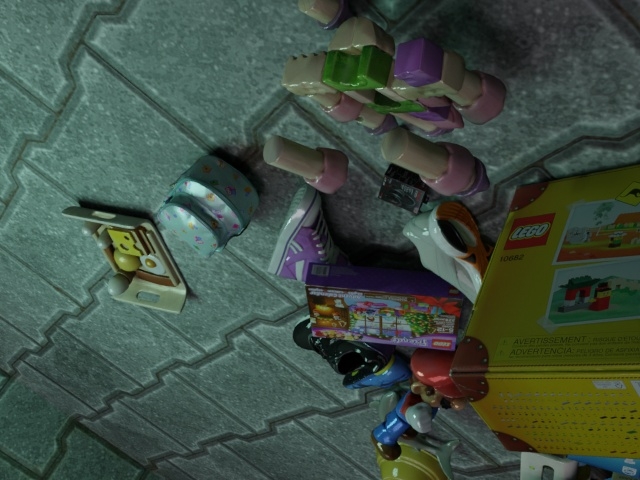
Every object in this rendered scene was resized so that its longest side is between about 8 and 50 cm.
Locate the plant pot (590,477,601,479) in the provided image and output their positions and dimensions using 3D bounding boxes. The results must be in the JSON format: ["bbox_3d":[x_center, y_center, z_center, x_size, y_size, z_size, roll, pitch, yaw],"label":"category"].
[{"bbox_3d":[0.661,0.643,1.618,0.167,0.188,0.187,-4,129,37],"label":"plant pot"}]

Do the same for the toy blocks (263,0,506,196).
[{"bbox_3d":[0.126,-0.209,1.049,0.260,0.309,0.288,16,173,-43],"label":"toy blocks"}]

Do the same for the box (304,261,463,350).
[{"bbox_3d":[0.124,0.131,1.482,0.293,0.057,0.201,5,145,9],"label":"box"}]

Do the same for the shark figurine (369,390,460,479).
[{"bbox_3d":[0.204,0.488,1.889,0.278,0.116,0.166,46,143,-18],"label":"shark figurine"}]

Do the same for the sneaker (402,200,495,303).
[{"bbox_3d":[0.248,0.043,1.345,0.121,0.099,0.262,-12,120,52],"label":"sneaker"}]

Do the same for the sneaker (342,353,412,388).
[{"bbox_3d":[0.129,0.318,1.768,0.082,0.069,0.209,37,144,-16],"label":"sneaker"}]

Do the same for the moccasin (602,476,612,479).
[{"bbox_3d":[0.561,0.566,1.525,0.342,0.117,0.138,-20,119,14],"label":"moccasin"}]

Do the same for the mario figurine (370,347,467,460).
[{"bbox_3d":[0.236,0.361,1.633,0.170,0.198,0.320,16,132,-12],"label":"mario figurine"}]

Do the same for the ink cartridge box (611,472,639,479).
[{"bbox_3d":[0.674,0.414,1.404,0.234,0.193,0.088,3,137,33],"label":"ink cartridge box"}]

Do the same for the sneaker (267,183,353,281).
[{"bbox_3d":[0.000,-0.001,1.459,0.161,0.102,0.282,21,151,-1],"label":"sneaker"}]

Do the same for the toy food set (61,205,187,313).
[{"bbox_3d":[-0.469,0.050,1.832,0.220,0.092,0.306,10,140,26],"label":"toy food set"}]

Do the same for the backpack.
[{"bbox_3d":[-0.214,-0.067,1.476,0.166,0.144,0.188,42,140,-7],"label":"backpack"}]

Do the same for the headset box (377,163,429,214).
[{"bbox_3d":[0.145,-0.085,1.297,0.083,0.032,0.062,25,144,9],"label":"headset box"}]

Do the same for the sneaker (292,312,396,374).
[{"bbox_3d":[0.033,0.231,1.680,0.283,0.124,0.107,-8,130,40],"label":"sneaker"}]

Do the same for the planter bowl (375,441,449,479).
[{"bbox_3d":[0.235,0.642,2.071,0.217,0.090,0.217,18,143,14],"label":"planter bowl"}]

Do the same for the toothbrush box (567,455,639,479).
[{"bbox_3d":[0.498,0.219,1.268,0.126,0.216,0.295,12,141,23],"label":"toothbrush box"}]

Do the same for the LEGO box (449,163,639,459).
[{"bbox_3d":[0.466,0.076,0.983,0.500,0.372,0.193,-9,130,42],"label":"LEGO box"}]

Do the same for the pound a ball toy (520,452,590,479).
[{"bbox_3d":[0.503,0.532,1.652,0.136,0.208,0.319,11,140,24],"label":"pound a ball toy"}]
